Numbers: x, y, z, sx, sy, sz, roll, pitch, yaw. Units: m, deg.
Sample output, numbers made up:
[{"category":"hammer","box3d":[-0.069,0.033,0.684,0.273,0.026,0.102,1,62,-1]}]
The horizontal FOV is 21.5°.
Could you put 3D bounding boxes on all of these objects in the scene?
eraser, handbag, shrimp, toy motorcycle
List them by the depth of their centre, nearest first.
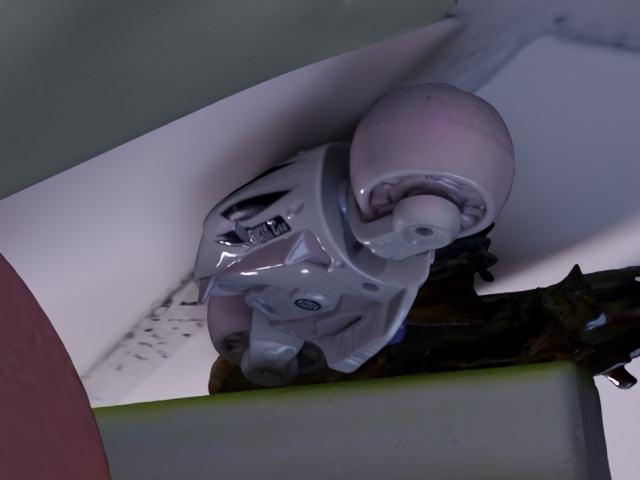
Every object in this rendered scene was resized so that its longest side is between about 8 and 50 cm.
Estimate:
[{"category":"handbag","box3d":[-0.019,-0.106,0.532,0.315,0.109,0.241,-17,162,-9]},{"category":"toy motorcycle","box3d":[0.000,0.000,0.804,0.112,0.112,0.254,-6,159,-27]},{"category":"eraser","box3d":[0.015,0.125,0.919,0.274,0.092,0.210,-8,170,13]},{"category":"shrimp","box3d":[0.067,0.046,0.990,0.289,0.075,0.178,-9,156,12]}]

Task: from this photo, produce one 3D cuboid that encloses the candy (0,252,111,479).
[{"category":"candy","box3d":[-0.182,0.080,0.653,0.094,0.255,0.255,-27,155,20]}]
